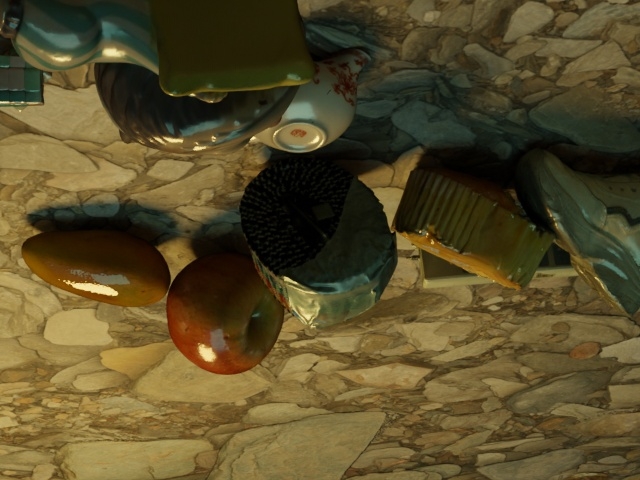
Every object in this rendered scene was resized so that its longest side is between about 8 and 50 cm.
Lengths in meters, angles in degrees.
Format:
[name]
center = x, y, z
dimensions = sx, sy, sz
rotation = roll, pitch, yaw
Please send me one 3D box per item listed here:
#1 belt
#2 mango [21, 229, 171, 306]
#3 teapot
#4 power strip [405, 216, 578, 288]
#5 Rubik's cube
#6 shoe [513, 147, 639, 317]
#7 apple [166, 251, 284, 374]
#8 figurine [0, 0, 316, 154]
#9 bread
[belt]
center = 0.000, 0.000, 1.894
dimensions = 0.207, 0.257, 0.150
rotation = -40, 152, -11
[mango]
center = -0.359, 0.038, 2.040
dimensions = 0.253, 0.113, 0.138
rotation = 16, 150, -23
[teapot]
center = -0.043, -0.179, 1.713
dimensions = 0.245, 0.116, 0.159
rotation = -10, 164, 20
[power strip]
center = 0.327, 0.016, 2.136
dimensions = 0.367, 0.106, 0.043
rotation = -5, 154, -2
[Rubik's cube]
center = -0.385, -0.207, 1.614
dimensions = 0.075, 0.084, 0.073
rotation = 16, 176, -7
[shoe]
center = 0.461, -0.057, 2.007
dimensions = 0.210, 0.132, 0.342
rotation = -45, 115, -1
[apple]
center = -0.170, 0.121, 2.144
dimensions = 0.173, 0.210, 0.235
rotation = 12, 151, 26
[figurine]
center = -0.219, -0.192, 1.479
dimensions = 0.361, 0.266, 0.377
rotation = 9, 149, -16
[bread]
center = 0.236, -0.024, 1.968
dimensions = 0.250, 0.133, 0.179
rotation = 26, 173, -21
